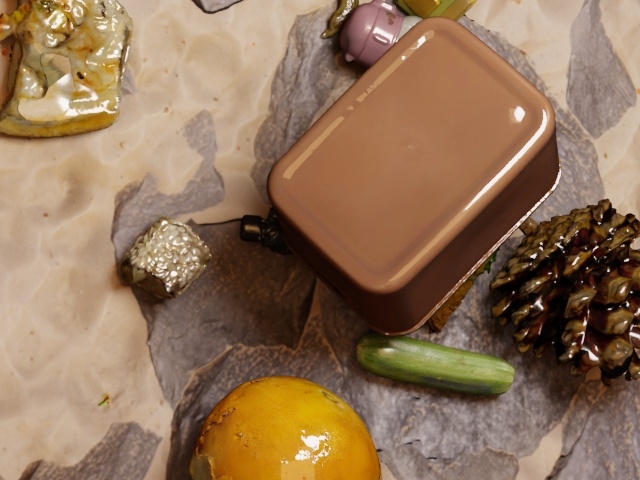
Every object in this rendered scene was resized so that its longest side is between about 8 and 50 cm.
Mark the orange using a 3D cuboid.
[{"bbox_3d":[-0.045,0.287,1.703,0.240,0.240,0.240,2,82,-14],"label":"orange"}]

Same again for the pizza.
[{"bbox_3d":[-0.342,-0.281,1.786,0.189,0.071,0.297,4,81,-13],"label":"pizza"}]

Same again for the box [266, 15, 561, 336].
[{"bbox_3d":[0.119,-0.078,1.683,0.339,0.229,0.239,-45,75,-4],"label":"box"}]

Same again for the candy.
[{"bbox_3d":[-0.203,0.026,1.776,0.095,0.085,0.110,39,71,-17],"label":"candy"}]

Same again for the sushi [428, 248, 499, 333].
[{"bbox_3d":[0.195,-0.020,1.859,0.149,0.140,0.287,-6,83,22],"label":"sushi"}]

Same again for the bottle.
[{"bbox_3d":[0.139,-0.252,1.883,0.233,0.110,0.110,26,77,-10],"label":"bottle"}]

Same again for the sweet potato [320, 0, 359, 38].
[{"bbox_3d":[0.037,-0.357,1.910,0.041,0.038,0.153,12,88,12],"label":"sweet potato"}]

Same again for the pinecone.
[{"bbox_3d":[0.365,0.066,1.837,0.257,0.243,0.243,29,77,-9],"label":"pinecone"}]

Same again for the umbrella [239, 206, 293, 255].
[{"bbox_3d":[0.000,0.003,1.841,0.224,0.080,0.071,8,117,-9],"label":"umbrella"}]

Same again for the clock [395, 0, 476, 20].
[{"bbox_3d":[0.194,-0.377,1.866,0.096,0.202,0.143,38,76,-6],"label":"clock"}]

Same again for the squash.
[{"bbox_3d":[0.157,0.171,1.855,0.229,0.066,0.066,12,80,-12],"label":"squash"}]
